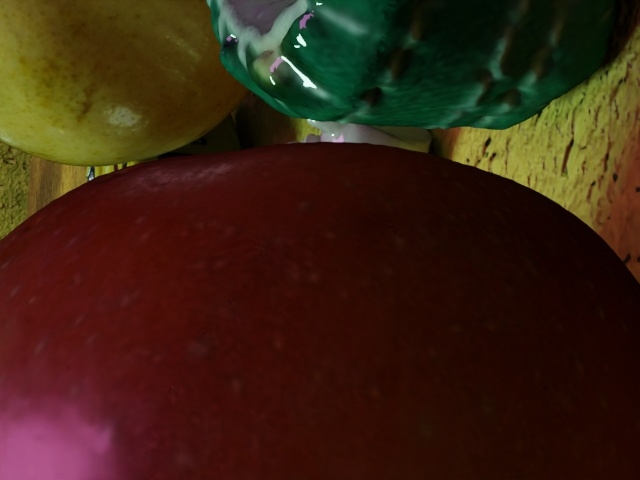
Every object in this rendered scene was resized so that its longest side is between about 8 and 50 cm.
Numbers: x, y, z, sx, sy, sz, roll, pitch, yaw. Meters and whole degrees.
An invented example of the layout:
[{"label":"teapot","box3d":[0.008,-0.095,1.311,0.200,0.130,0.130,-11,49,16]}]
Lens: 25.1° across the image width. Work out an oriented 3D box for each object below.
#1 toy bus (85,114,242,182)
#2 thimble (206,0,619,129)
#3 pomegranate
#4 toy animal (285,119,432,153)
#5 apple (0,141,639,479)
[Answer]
[{"label":"toy bus","box3d":[-0.131,-0.018,1.303,0.331,0.145,0.151,-110,32,-55]},{"label":"thimble","box3d":[0.040,-0.191,0.760,0.288,0.167,0.254,-135,51,-61]},{"label":"pomegranate","box3d":[-0.213,-0.268,1.177,0.416,0.416,0.417,-175,90,-72]},{"label":"toy animal","box3d":[0.000,0.000,0.925,0.127,0.131,0.182,41,115,26]},{"label":"apple","box3d":[-0.013,0.113,0.600,0.348,0.348,0.277,157,122,-70]}]
